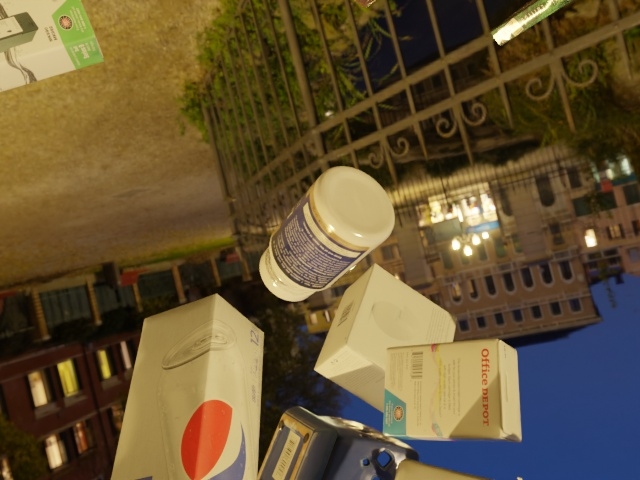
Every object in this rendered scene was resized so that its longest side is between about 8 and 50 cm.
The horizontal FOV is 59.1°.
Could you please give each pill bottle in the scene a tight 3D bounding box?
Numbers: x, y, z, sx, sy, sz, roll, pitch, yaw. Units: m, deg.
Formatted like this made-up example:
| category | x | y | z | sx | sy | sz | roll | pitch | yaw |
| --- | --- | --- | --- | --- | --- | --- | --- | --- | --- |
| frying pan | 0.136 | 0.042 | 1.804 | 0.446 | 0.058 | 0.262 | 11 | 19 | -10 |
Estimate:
| category | x | y | z | sx | sy | sz | roll | pitch | yaw |
| --- | --- | --- | --- | --- | --- | --- | --- | --- | --- |
| pill bottle | 0.000 | 0.000 | 1.012 | 0.153 | 0.153 | 0.265 | -13 | 158 | -40 |

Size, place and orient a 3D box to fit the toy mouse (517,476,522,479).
| category | x | y | z | sx | sy | sz | roll | pitch | yaw |
| --- | --- | --- | --- | --- | --- | --- | --- | --- | --- |
| toy mouse | 0.344 | 0.428 | 0.819 | 0.161 | 0.143 | 0.031 | 13 | -170 | -8 |

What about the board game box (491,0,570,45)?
| category | x | y | z | sx | sy | sz | roll | pitch | yaw |
| --- | --- | --- | --- | --- | --- | --- | --- | --- | --- |
| board game box | 0.364 | -0.357 | 0.752 | 0.136 | 0.030 | 0.259 | -40 | -170 | -36 |

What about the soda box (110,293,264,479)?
| category | x | y | z | sx | sy | sz | roll | pitch | yaw |
| --- | --- | --- | --- | --- | --- | --- | --- | --- | --- |
| soda box | -0.118 | 0.197 | 0.505 | 0.098 | 0.286 | 0.091 | -19 | 138 | 21 |

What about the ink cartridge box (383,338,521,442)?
| category | x | y | z | sx | sy | sz | roll | pitch | yaw |
| --- | --- | --- | --- | --- | --- | --- | --- | --- | --- |
| ink cartridge box | 0.127 | 0.147 | 0.548 | 0.122 | 0.089 | 0.052 | -14 | 150 | 38 |

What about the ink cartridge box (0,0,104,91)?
| category | x | y | z | sx | sy | sz | roll | pitch | yaw |
| --- | --- | --- | --- | --- | --- | --- | --- | --- | --- |
| ink cartridge box | -0.647 | -0.456 | 1.199 | 0.289 | 0.211 | 0.121 | -23 | 179 | -14 |

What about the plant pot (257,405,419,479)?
| category | x | y | z | sx | sy | sz | roll | pitch | yaw |
| --- | --- | --- | --- | --- | --- | --- | --- | --- | --- |
| plant pot | 0.013 | 0.456 | 1.081 | 0.212 | 0.236 | 0.236 | 27 | 167 | -18 |

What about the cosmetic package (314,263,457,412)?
| category | x | y | z | sx | sy | sz | roll | pitch | yaw |
| --- | --- | --- | --- | --- | --- | --- | --- | --- | --- |
| cosmetic package | 0.141 | 0.213 | 1.169 | 0.138 | 0.224 | 0.224 | -49 | -169 | 46 |

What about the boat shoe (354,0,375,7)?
| category | x | y | z | sx | sy | sz | roll | pitch | yaw |
| --- | --- | --- | --- | --- | --- | --- | --- | --- | --- |
| boat shoe | 0.187 | -0.642 | 1.331 | 0.257 | 0.095 | 0.095 | -20 | 142 | 27 |

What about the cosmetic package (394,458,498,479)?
| category | x | y | z | sx | sy | sz | roll | pitch | yaw |
| --- | --- | --- | --- | --- | --- | --- | --- | --- | --- |
| cosmetic package | 0.221 | 0.419 | 0.471 | 0.327 | 0.329 | 0.394 | 5 | 151 | 22 |
